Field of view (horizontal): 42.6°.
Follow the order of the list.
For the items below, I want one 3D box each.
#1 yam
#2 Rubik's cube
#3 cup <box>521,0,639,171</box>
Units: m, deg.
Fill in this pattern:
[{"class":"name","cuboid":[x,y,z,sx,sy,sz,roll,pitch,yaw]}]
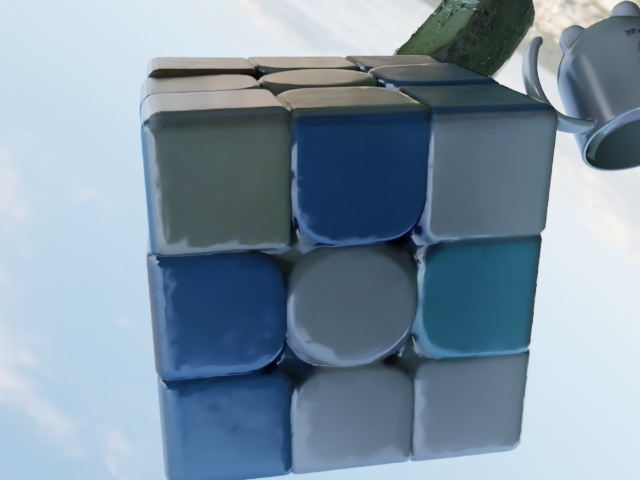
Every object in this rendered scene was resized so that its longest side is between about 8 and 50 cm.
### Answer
[{"class":"yam","cuboid":[0.224,-0.306,1.280,0.154,0.254,0.154,40,171,8]},{"class":"Rubik's cube","cuboid":[0.000,0.000,0.841,0.347,0.346,0.344,-5,-160,-11]},{"class":"cup","cuboid":[0.303,-0.163,0.875,0.134,0.174,0.141,58,-163,-63]}]
